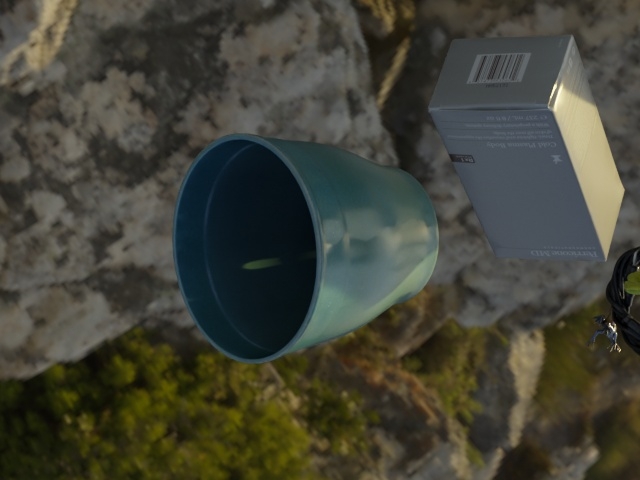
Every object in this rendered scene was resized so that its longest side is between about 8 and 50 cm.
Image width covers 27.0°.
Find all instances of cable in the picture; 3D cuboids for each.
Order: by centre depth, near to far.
[{"bbox_3d":[0.463,0.096,1.854,0.047,0.184,0.150,-5,168,-39],"label":"cable"}]

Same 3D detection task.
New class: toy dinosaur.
[{"bbox_3d":[0.453,0.141,2.067,0.090,0.047,0.082,-54,145,9],"label":"toy dinosaur"}]

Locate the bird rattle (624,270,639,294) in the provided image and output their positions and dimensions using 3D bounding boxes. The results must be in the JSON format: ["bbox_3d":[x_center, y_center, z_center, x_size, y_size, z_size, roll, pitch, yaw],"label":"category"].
[{"bbox_3d":[0.482,0.030,1.528,0.143,0.253,0.207,37,59,-36],"label":"bird rattle"}]

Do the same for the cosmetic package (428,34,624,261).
[{"bbox_3d":[0.206,-0.085,1.298,0.238,0.127,0.107,59,42,-43],"label":"cosmetic package"}]

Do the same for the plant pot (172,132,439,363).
[{"bbox_3d":[0.000,0.000,1.648,0.255,0.271,0.272,-6,128,-42],"label":"plant pot"}]
